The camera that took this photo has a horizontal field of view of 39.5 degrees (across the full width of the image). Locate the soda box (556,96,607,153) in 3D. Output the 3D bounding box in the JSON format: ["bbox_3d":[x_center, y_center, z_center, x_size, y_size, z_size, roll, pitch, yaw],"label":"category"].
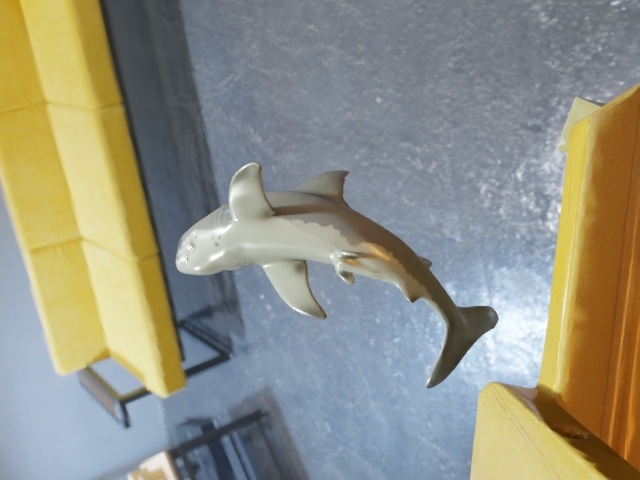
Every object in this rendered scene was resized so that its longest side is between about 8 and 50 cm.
[{"bbox_3d":[0.351,-0.108,0.981,0.058,0.181,0.061,42,121,53],"label":"soda box"}]

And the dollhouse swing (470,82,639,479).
[{"bbox_3d":[0.283,0.087,0.412,0.315,0.347,0.304,-136,59,-80],"label":"dollhouse swing"}]

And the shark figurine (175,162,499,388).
[{"bbox_3d":[0.025,-0.004,0.722,0.278,0.116,0.166,19,135,7],"label":"shark figurine"}]
